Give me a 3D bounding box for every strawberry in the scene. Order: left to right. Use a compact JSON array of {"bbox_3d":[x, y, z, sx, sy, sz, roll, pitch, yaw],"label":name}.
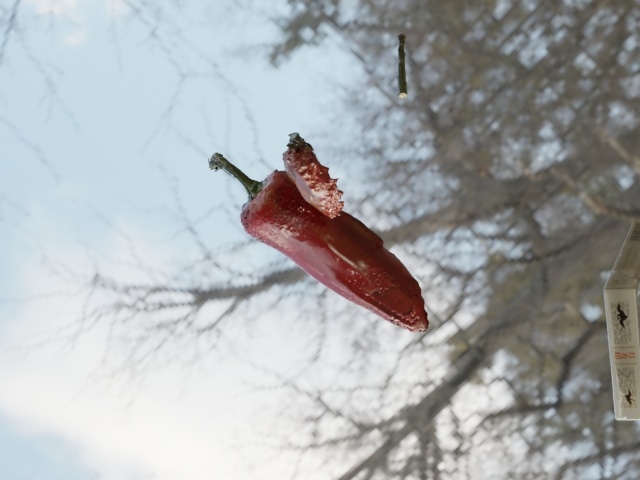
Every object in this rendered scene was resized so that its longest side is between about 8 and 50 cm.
[{"bbox_3d":[-0.012,-0.079,2.020,0.104,0.048,0.152,46,167,45],"label":"strawberry"}]

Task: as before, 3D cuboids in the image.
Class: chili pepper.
[{"bbox_3d":[0.000,0.000,2.131,0.387,0.110,0.110,37,-146,-4],"label":"chili pepper"}]

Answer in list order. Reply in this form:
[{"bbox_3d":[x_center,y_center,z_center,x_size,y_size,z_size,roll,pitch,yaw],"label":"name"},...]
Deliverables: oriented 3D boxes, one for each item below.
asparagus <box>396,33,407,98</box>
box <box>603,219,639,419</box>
[{"bbox_3d":[0.127,-0.273,2.388,0.015,0.018,0.127,24,-132,-30],"label":"asparagus"},{"bbox_3d":[0.483,0.111,2.317,0.365,0.051,0.204,-43,-52,-66],"label":"box"}]
